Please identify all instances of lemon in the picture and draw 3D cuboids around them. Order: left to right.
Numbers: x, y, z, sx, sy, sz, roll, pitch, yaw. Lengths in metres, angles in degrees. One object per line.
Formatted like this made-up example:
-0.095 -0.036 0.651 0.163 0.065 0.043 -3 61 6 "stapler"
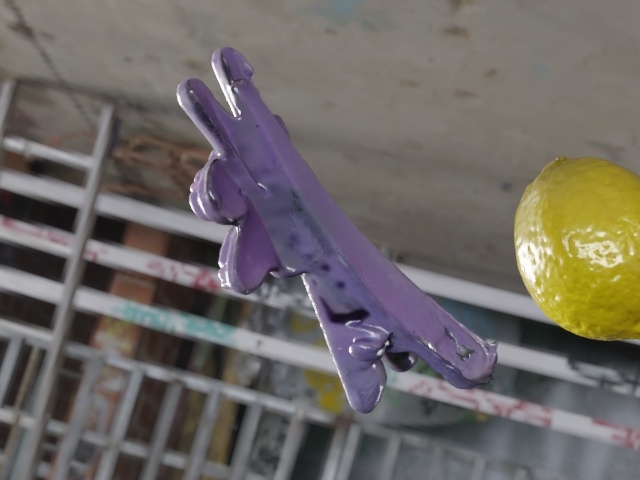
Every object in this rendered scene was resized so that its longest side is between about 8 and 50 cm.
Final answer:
0.110 0.005 0.575 0.092 0.065 0.065 57 -173 29 "lemon"

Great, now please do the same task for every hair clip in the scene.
-0.007 0.008 0.981 0.278 0.137 0.090 48 134 -8 "hair clip"
